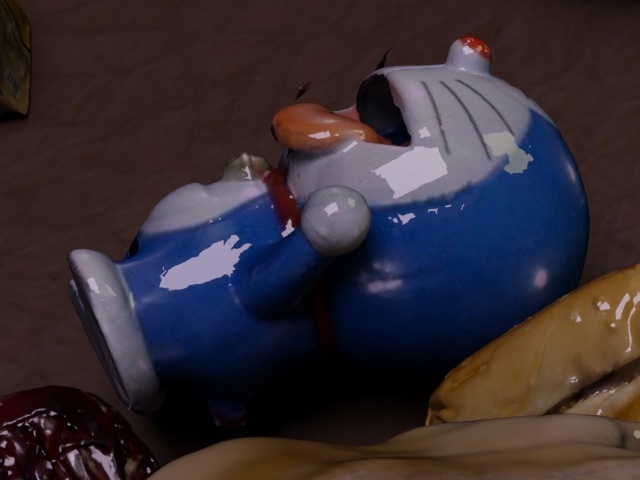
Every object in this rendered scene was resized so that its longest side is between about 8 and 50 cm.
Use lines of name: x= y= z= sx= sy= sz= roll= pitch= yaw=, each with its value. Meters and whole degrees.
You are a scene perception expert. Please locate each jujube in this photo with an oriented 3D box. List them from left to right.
jujube: x=-0.111 y=0.144 z=0.897 sx=0.104 sy=0.104 sz=0.166 roll=-22 pitch=63 yaw=-4

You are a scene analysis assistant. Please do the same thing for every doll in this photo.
doll: x=0.000 y=0.000 z=0.931 sx=0.257 sy=0.215 sz=0.161 roll=-17 pitch=93 yaw=-11

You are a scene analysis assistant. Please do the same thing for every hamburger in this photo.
hamburger: x=0.147 y=0.083 z=0.807 sx=0.213 sy=0.214 sz=0.108 roll=-15 pitch=67 yaw=2

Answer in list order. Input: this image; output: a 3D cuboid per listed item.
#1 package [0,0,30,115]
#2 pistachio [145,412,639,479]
package: x=-0.207 y=-0.137 z=1.157 sx=0.047 sy=0.071 sz=0.131 roll=-16 pitch=48 yaw=9
pistachio: x=0.100 y=0.233 z=0.628 sx=0.445 sy=0.281 sz=0.365 roll=40 pitch=92 yaw=4
